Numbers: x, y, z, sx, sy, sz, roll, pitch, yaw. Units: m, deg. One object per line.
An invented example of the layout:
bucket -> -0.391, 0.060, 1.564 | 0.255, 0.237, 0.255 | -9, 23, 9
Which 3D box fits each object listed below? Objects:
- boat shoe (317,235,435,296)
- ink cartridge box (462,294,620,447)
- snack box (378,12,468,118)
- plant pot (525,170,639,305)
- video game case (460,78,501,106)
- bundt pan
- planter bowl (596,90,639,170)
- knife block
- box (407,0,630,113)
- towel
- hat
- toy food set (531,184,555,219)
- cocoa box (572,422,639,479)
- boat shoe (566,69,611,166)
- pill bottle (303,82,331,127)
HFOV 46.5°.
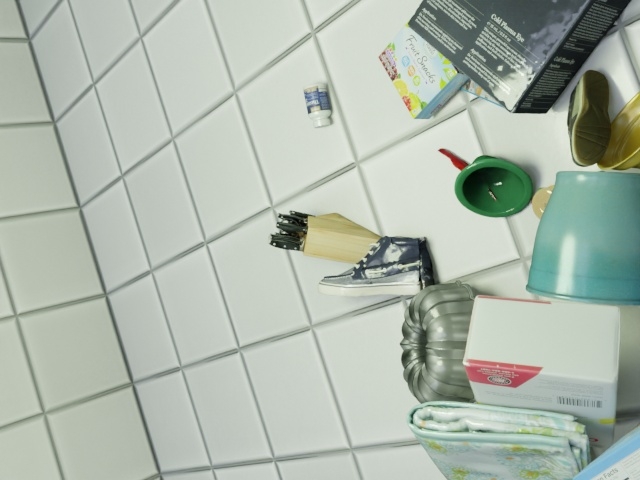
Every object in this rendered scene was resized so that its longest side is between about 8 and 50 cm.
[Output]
boat shoe -> 0.146, 0.068, 2.030 | 0.340, 0.127, 0.158 | -3, 92, 25
ink cartridge box -> 0.468, 0.281, 1.550 | 0.279, 0.385, 0.161 | 3, 58, 21
snack box -> 0.257, -0.435, 1.848 | 0.174, 0.070, 0.207 | -44, 64, 42
plant pot -> 0.567, -0.014, 1.525 | 0.271, 0.271, 0.256 | 7, 97, 44
video game case -> 0.395, -0.399, 1.770 | 0.166, 0.015, 0.119 | 34, 122, 34
bundt pan -> 0.286, 0.261, 1.838 | 0.331, 0.124, 0.331 | -176, 90, -77
planter bowl -> 0.654, -0.209, 1.471 | 0.090, 0.217, 0.217 | 32, 128, -7
knife block -> 0.000, 0.000, 2.092 | 0.275, 0.242, 0.088 | 30, 120, 36
box -> 0.420, -0.496, 1.595 | 0.343, 0.178, 0.313 | 49, 126, 25
towel -> 0.404, 0.471, 1.616 | 0.374, 0.090, 0.321 | 0, 139, 30
hat -> 0.408, -0.181, 1.802 | 0.208, 0.184, 0.173 | 24, 134, -8
toy food set -> 0.523, -0.083, 1.712 | 0.082, 0.020, 0.083 | -16, 88, 46
cocoa box -> 0.701, 0.439, 1.423 | 0.228, 0.347, 0.231 | 54, 131, 22
boat shoe -> 0.556, -0.247, 1.559 | 0.073, 0.080, 0.224 | 118, 164, -69
pill bottle -> -0.007, -0.386, 2.133 | 0.067, 0.067, 0.120 | -10, 92, 45
